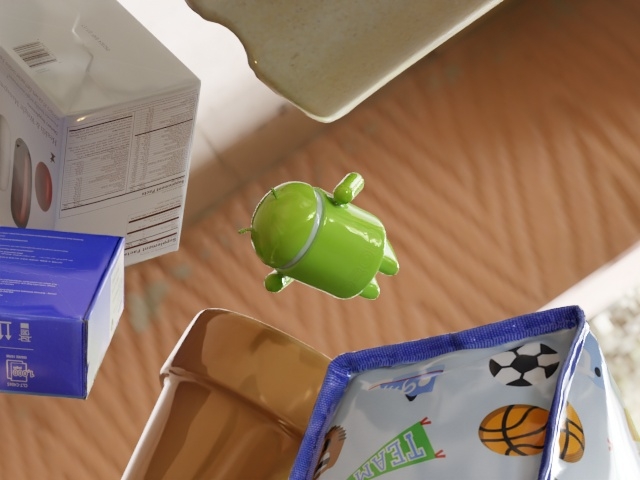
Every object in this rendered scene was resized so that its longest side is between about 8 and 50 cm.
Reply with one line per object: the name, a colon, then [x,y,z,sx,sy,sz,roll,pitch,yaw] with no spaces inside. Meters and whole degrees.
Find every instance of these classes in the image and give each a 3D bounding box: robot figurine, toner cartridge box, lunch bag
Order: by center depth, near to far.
lunch bag: [0.103,0.293,1.119,0.238,0.328,0.385,-16,-148,25]
robot figurine: [0.000,0.000,1.250,0.115,0.067,0.101,25,118,-28]
toner cartridge box: [-0.345,0.047,1.429,0.347,0.075,0.165,5,-157,4]

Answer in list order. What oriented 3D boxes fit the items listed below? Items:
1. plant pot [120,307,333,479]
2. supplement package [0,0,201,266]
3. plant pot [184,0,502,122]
plant pot: [-0.045,0.222,1.400,0.203,0.291,0.291,-51,172,-18]
supplement package: [-0.234,-0.103,1.662,0.149,0.194,0.203,-18,136,-33]
plant pot: [0.041,-0.271,1.370,0.305,0.334,0.334,-42,165,12]
